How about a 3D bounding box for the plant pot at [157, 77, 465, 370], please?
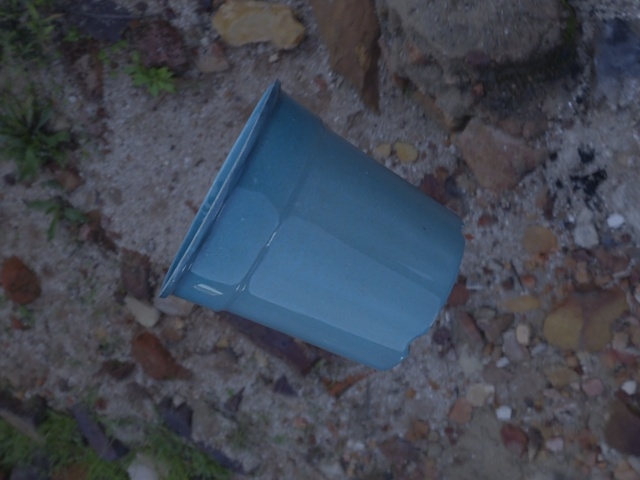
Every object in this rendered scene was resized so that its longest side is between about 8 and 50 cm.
[{"bbox_3d":[0.000,0.000,1.245,0.334,0.341,0.341,27,115,-10],"label":"plant pot"}]
